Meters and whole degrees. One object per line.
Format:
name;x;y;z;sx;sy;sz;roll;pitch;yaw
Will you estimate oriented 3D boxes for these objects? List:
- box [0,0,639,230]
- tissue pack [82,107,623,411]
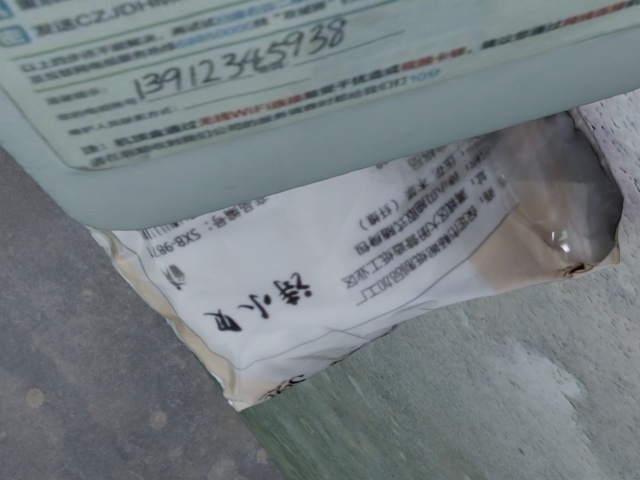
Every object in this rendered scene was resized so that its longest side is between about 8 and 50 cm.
box;0.020;-0.153;0.388;0.396;0.395;0.111;78;176;-70
tissue pack;-0.002;-0.069;0.698;0.390;0.375;0.195;58;-164;-22
